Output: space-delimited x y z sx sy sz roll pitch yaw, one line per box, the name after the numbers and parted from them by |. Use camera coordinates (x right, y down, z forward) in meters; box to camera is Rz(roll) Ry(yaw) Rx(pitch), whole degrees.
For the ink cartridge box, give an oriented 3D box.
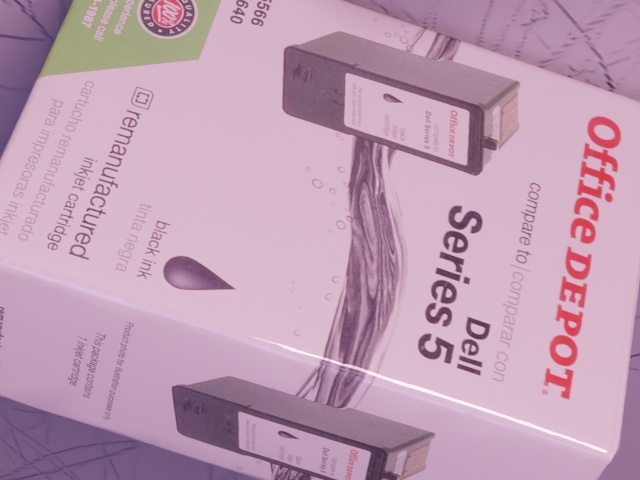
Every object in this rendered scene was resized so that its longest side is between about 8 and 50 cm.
0.000 0.000 0.718 0.272 0.198 0.115 18 143 -3 | ink cartridge box
